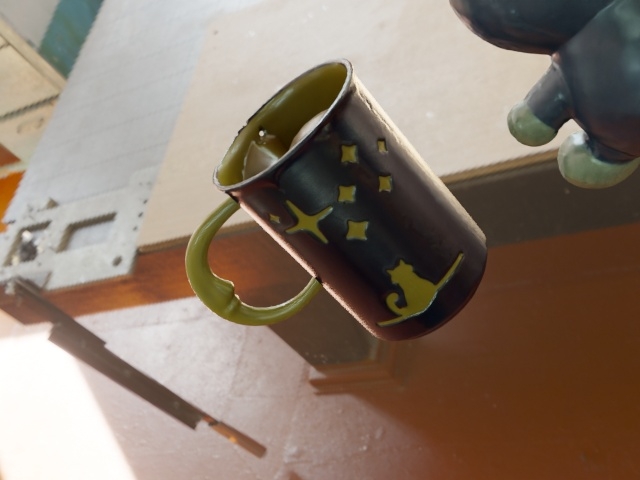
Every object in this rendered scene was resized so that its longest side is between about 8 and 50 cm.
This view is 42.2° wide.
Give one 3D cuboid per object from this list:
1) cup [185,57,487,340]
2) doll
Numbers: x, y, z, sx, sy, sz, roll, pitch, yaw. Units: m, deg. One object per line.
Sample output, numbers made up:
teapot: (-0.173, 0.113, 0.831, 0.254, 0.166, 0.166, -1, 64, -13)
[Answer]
cup: (0.009, -0.016, 0.865, 0.255, 0.256, 0.178, -24, 31, 34)
doll: (0.212, -0.189, 0.642, 0.228, 0.154, 0.258, -40, 86, 10)
